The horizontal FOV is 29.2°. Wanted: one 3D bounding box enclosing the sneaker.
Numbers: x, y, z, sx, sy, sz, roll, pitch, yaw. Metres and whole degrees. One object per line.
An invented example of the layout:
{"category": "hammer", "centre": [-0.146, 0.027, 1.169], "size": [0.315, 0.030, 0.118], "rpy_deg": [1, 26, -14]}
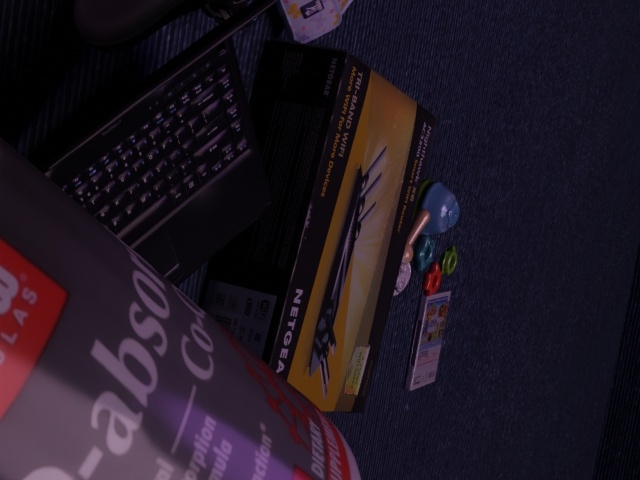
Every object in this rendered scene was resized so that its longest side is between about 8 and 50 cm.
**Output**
{"category": "sneaker", "centre": [-0.084, -0.176, 0.860], "size": [0.217, 0.079, 0.121], "rpy_deg": [-60, 151, -32]}

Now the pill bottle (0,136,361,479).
{"category": "pill bottle", "centre": [-0.164, 0.070, 0.529], "size": [0.363, 0.210, 0.210], "rpy_deg": [44, 59, -31]}

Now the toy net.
{"category": "toy net", "centre": [0.098, 0.017, 1.390], "size": [0.232, 0.045, 0.122], "rpy_deg": [-33, 133, -54]}

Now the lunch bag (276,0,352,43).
{"category": "lunch bag", "centre": [-0.007, -0.215, 1.039], "size": [0.083, 0.053, 0.071], "rpy_deg": [-54, 146, -25]}

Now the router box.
{"category": "router box", "centre": [0.000, 0.000, 1.123], "size": [0.243, 0.081, 0.309], "rpy_deg": [18, 86, -66]}

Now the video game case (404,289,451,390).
{"category": "video game case", "centre": [0.137, 0.125, 1.560], "size": [0.087, 0.011, 0.122], "rpy_deg": [-5, 106, -64]}

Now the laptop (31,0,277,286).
{"category": "laptop", "centre": [-0.091, -0.034, 0.791], "size": [0.234, 0.136, 0.264], "rpy_deg": [-42, 140, -28]}
